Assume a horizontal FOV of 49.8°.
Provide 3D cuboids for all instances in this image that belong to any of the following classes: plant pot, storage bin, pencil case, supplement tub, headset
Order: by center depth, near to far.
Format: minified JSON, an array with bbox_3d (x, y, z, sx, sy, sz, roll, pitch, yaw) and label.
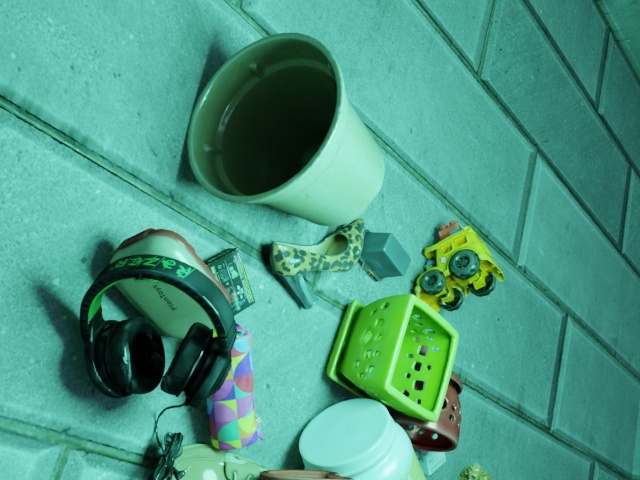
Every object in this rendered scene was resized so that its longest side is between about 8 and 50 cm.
[{"bbox_3d":[-0.262,0.214,1.108,0.185,0.243,0.394,-73,166,-56],"label":"headset"},{"bbox_3d":[-0.167,0.272,1.288,0.104,0.104,0.236,-24,115,-46],"label":"pencil case"},{"bbox_3d":[-0.035,-0.176,1.353,0.305,0.333,0.334,33,64,-55],"label":"plant pot"},{"bbox_3d":[0.108,0.537,1.492,0.241,0.241,0.331,-42,117,-41],"label":"supplement tub"},{"bbox_3d":[0.157,0.266,1.587,0.227,0.207,0.228,40,59,-39],"label":"plant pot"},{"bbox_3d":[0.151,0.040,1.679,0.135,0.091,0.098,49,54,-33],"label":"storage bin"},{"bbox_3d":[0.257,0.411,1.710,0.191,0.191,0.174,46,48,-36],"label":"plant pot"}]

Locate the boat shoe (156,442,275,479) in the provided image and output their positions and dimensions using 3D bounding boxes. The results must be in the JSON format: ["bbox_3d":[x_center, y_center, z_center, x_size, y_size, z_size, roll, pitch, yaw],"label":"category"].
[{"bbox_3d":[-0.157,0.460,1.301,0.341,0.110,0.122,28,68,-44],"label":"boat shoe"}]

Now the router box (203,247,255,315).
[{"bbox_3d":[-0.186,0.087,1.344,0.092,0.038,0.122,-29,110,-44],"label":"router box"}]

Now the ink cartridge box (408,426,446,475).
[{"bbox_3d":[0.282,0.543,1.823,0.088,0.052,0.123,-20,104,-47],"label":"ink cartridge box"}]

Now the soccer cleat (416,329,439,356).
[{"bbox_3d":[0.275,0.268,1.815,0.248,0.083,0.095,38,56,-37],"label":"soccer cleat"}]

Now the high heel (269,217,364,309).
[{"bbox_3d":[0.000,0.000,1.507,0.261,0.093,0.186,-52,131,-25],"label":"high heel"}]

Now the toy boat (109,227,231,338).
[{"bbox_3d":[-0.253,0.061,1.220,0.231,0.151,0.151,56,22,-29],"label":"toy boat"}]

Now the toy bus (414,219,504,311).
[{"bbox_3d":[0.348,0.057,1.852,0.149,0.220,0.211,38,28,-46],"label":"toy bus"}]

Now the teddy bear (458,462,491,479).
[{"bbox_3d":[0.405,0.791,1.904,0.338,0.113,0.245,-40,119,-41],"label":"teddy bear"}]

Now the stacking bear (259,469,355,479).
[{"bbox_3d":[-0.039,0.562,1.216,0.164,0.175,0.289,7,76,-13],"label":"stacking bear"}]
